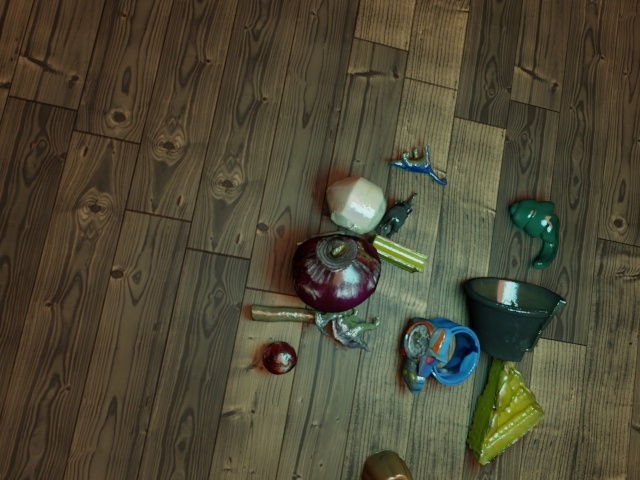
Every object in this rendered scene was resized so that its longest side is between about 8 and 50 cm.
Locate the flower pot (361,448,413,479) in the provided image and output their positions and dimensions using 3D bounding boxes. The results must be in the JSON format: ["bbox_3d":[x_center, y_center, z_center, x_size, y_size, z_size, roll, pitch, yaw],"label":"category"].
[{"bbox_3d":[0.266,0.913,1.695,0.191,0.173,0.190,1,86,-11],"label":"flower pot"}]

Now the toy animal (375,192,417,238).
[{"bbox_3d":[0.313,-0.099,1.824,0.082,0.137,0.269,40,39,8],"label":"toy animal"}]

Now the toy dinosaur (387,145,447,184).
[{"bbox_3d":[0.404,-0.289,1.890,0.248,0.075,0.188,-20,95,-16],"label":"toy dinosaur"}]

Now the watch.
[{"bbox_3d":[0.469,0.463,1.754,0.275,0.241,0.305,15,92,-25],"label":"watch"}]

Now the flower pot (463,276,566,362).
[{"bbox_3d":[0.734,0.311,1.780,0.380,0.379,0.251,2,106,-9],"label":"flower pot"}]

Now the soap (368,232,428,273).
[{"bbox_3d":[0.301,0.054,1.803,0.233,0.135,0.076,25,81,-5],"label":"soap"}]

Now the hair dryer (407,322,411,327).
[{"bbox_3d":[0.365,0.381,1.837,0.047,0.026,0.083,31,84,-4],"label":"hair dryer"}]

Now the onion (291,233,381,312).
[{"bbox_3d":[0.063,0.134,1.655,0.337,0.281,0.260,4,55,-9],"label":"onion"}]

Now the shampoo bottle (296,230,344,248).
[{"bbox_3d":[0.000,0.000,1.800,0.195,0.056,0.056,-9,86,-11],"label":"shampoo bottle"}]

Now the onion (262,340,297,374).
[{"bbox_3d":[-0.152,0.443,1.702,0.131,0.131,0.131,1,84,-9],"label":"onion"}]

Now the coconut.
[{"bbox_3d":[0.127,-0.143,1.759,0.234,0.224,0.224,18,82,-13],"label":"coconut"}]

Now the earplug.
[{"bbox_3d":[0.918,-0.050,1.925,0.280,0.164,0.257,34,117,7],"label":"earplug"}]

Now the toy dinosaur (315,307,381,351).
[{"bbox_3d":[0.106,0.327,1.762,0.294,0.077,0.162,30,73,-13],"label":"toy dinosaur"}]

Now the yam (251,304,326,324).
[{"bbox_3d":[-0.119,0.289,1.749,0.300,0.066,0.066,5,84,-9],"label":"yam"}]

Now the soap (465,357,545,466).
[{"bbox_3d":[0.666,0.657,1.786,0.339,0.169,0.304,-32,90,-12],"label":"soap"}]
